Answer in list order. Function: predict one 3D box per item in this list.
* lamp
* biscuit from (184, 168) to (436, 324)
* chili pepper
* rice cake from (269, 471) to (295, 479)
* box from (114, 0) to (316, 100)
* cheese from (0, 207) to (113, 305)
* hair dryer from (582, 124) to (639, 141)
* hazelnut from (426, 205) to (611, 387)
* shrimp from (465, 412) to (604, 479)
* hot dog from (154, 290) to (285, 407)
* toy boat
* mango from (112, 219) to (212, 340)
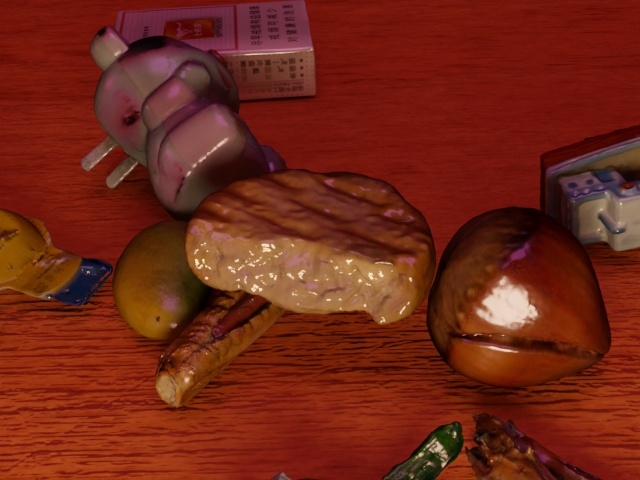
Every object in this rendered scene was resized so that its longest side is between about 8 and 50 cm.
[{"bbox_3d":[-0.202,-0.136,1.453,0.247,0.247,0.301,-43,51,9],"label":"lamp"},{"bbox_3d":[0.000,0.001,1.190,0.274,0.091,0.213,12,33,17],"label":"biscuit"},{"bbox_3d":[0.057,0.229,0.993,0.182,0.073,0.050,-22,16,-17],"label":"chili pepper"},{"bbox_3d":[-0.078,0.293,0.834,0.037,0.189,0.198,33,39,-9],"label":"rice cake"},{"bbox_3d":[-0.180,-0.315,1.780,0.330,0.095,0.210,-3,34,-4],"label":"box"},{"bbox_3d":[-0.392,0.021,1.323,0.270,0.069,0.177,14,38,18],"label":"cheese"},{"bbox_3d":[0.487,-0.135,1.530,0.219,0.075,0.195,-3,42,17],"label":"hair dryer"},{"bbox_3d":[0.220,0.068,1.138,0.208,0.208,0.208,-1,34,1],"label":"hazelnut"},{"bbox_3d":[0.232,0.245,0.978,0.154,0.062,0.294,-8,36,-30],"label":"shrimp"},{"bbox_3d":[-0.088,0.083,1.204,0.068,0.083,0.289,42,44,4],"label":"hot dog"},{"bbox_3d":[0.446,-0.070,1.341,0.331,0.145,0.133,-13,36,-5],"label":"toy boat"},{"bbox_3d":[-0.187,0.044,1.264,0.122,0.086,0.191,5,34,4],"label":"mango"}]
